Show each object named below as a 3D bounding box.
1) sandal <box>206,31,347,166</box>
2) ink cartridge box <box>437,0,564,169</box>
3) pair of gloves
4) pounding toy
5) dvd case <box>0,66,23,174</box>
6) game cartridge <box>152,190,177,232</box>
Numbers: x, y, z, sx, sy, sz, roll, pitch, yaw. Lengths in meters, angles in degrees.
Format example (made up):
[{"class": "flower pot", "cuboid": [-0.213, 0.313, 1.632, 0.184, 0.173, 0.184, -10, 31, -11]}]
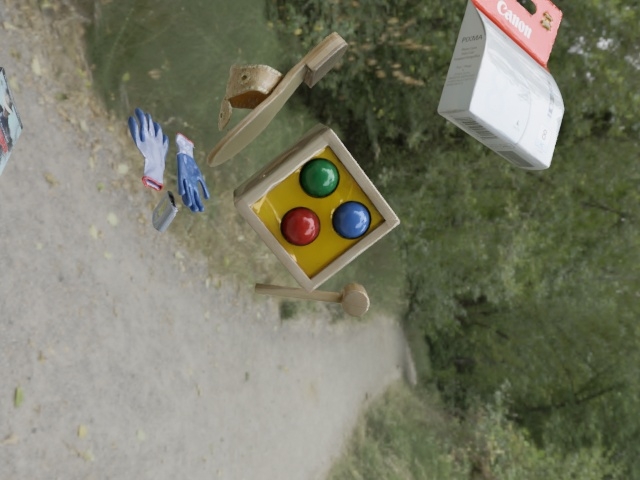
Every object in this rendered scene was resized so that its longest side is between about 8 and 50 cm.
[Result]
[{"class": "sandal", "cuboid": [-0.076, -0.195, 0.838, 0.079, 0.240, 0.088, 46, -14, 2]}, {"class": "ink cartridge box", "cuboid": [0.417, -0.381, 1.402, 0.308, 0.091, 0.384, 22, 83, -39]}, {"class": "pair of gloves", "cuboid": [-0.259, -0.133, 1.152, 0.198, 0.023, 0.159, 36, 37, -56]}, {"class": "pounding toy", "cuboid": [-0.004, 0.010, 0.737, 0.206, 0.181, 0.094, 51, 2, -16]}, {"class": "dvd case", "cuboid": [-0.362, -0.122, 0.738, 0.087, 0.013, 0.119, 96, -5, -47]}, {"class": "game cartridge", "cuboid": [-0.271, -0.048, 1.158, 0.056, 0.017, 0.083, -56, -151, 13]}]
